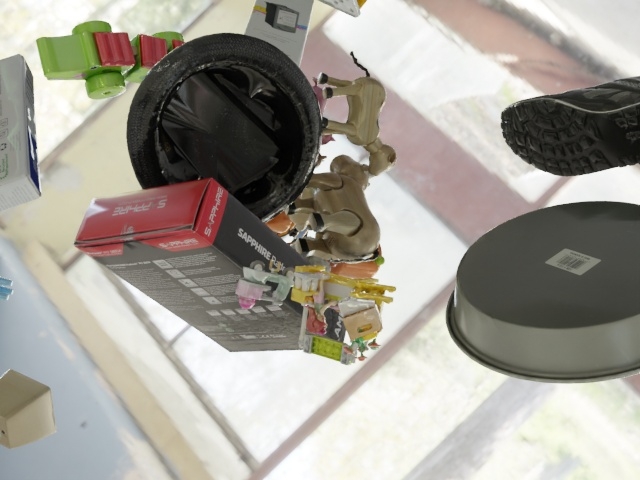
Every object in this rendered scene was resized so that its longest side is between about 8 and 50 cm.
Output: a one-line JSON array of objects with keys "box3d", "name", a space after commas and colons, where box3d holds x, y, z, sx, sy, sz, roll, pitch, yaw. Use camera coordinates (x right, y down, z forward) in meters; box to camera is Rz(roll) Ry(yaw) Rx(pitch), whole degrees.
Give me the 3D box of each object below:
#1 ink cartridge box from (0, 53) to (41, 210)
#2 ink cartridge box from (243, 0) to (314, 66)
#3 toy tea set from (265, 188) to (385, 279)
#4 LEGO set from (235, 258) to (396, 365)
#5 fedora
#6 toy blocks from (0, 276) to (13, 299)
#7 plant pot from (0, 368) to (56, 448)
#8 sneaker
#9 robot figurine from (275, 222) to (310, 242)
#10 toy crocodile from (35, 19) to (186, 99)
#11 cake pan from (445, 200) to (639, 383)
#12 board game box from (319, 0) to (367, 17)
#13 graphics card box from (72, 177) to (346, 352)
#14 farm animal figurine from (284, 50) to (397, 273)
[{"box3d": [-0.427, -0.099, 1.092, 0.045, 0.224, 0.223, 75, 179, -48], "name": "ink cartridge box"}, {"box3d": [-0.113, -0.362, 2.046, 0.131, 0.226, 0.306, 16, -143, -7], "name": "ink cartridge box"}, {"box3d": [0.000, 0.000, 1.937, 0.124, 0.200, 0.336, 3, -137, -42], "name": "toy tea set"}, {"box3d": [0.016, 0.097, 1.109, 0.132, 0.107, 0.287, 4, -173, -30], "name": "LEGO set"}, {"box3d": [-0.161, -0.178, 1.527, 0.334, 0.334, 0.152, 47, -179, -39], "name": "fedora"}, {"box3d": [-0.425, 0.067, 1.111, 0.148, 0.123, 0.054, 13, -141, -4], "name": "toy blocks"}, {"box3d": [-0.568, 0.321, 1.818, 0.109, 0.096, 0.109, 18, 122, 26], "name": "plant pot"}, {"box3d": [0.371, -0.153, 1.235, 0.283, 0.124, 0.107, 5, 123, 39], "name": "sneaker"}, {"box3d": [-0.116, -0.050, 2.210, 0.211, 0.291, 0.085, 23, -141, -8], "name": "robot figurine"}, {"box3d": [-0.294, -0.294, 1.592, 0.341, 0.105, 0.115, -3, -103, -40], "name": "toy crocodile"}, {"box3d": [0.274, 0.042, 1.046, 0.293, 0.293, 0.054, -134, 25, -59], "name": "cake pan"}, {"box3d": [-0.099, -0.656, 2.008, 0.390, 0.050, 0.390, 32, 168, 25], "name": "board game box"}, {"box3d": [-0.145, 0.050, 1.436, 0.233, 0.094, 0.371, -7, 145, 35], "name": "graphics card box"}, {"box3d": [0.037, -0.100, 1.672, 0.330, 0.172, 0.326, 134, 133, -56], "name": "farm animal figurine"}]
